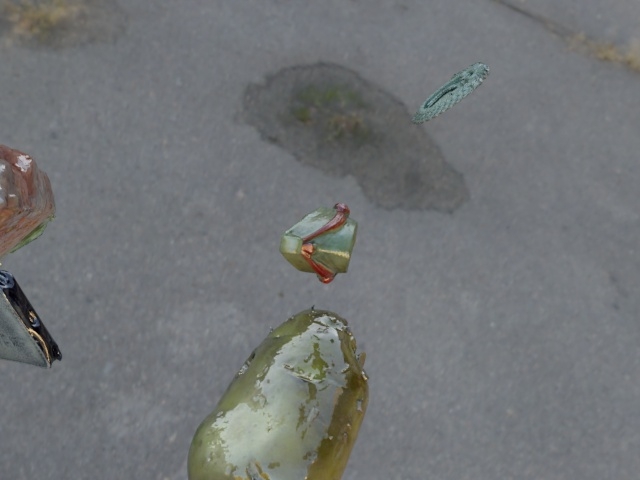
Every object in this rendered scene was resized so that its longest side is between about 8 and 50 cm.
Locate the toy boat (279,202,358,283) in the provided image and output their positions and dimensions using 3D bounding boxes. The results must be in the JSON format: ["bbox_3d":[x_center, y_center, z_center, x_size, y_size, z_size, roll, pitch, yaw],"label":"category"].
[{"bbox_3d":[0.001,0.000,1.218,0.071,0.089,0.185,13,7,4],"label":"toy boat"}]

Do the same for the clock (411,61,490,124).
[{"bbox_3d":[0.115,-0.130,1.001,0.010,0.083,0.074,51,2,-17],"label":"clock"}]

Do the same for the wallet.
[{"bbox_3d":[-0.486,0.111,1.646,0.222,0.167,0.036,2,40,36],"label":"wallet"}]

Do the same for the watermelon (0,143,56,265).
[{"bbox_3d":[-0.232,0.001,0.565,0.140,0.256,0.193,45,76,-14],"label":"watermelon"}]

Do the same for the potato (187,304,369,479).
[{"bbox_3d":[-0.040,0.215,1.354,0.191,0.141,0.296,6,60,33],"label":"potato"}]
